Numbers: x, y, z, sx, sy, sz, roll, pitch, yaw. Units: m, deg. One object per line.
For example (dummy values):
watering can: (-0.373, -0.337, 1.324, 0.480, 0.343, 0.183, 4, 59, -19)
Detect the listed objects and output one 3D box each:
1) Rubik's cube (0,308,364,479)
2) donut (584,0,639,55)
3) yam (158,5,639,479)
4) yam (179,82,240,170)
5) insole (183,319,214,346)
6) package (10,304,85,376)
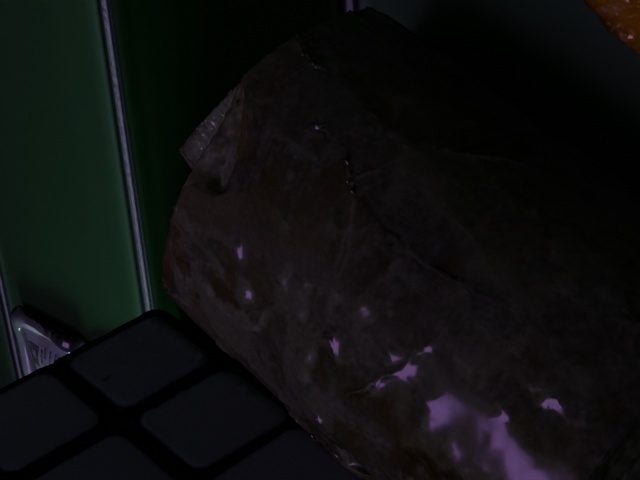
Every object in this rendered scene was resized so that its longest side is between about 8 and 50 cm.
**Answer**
Rubik's cube: (-0.112, 0.304, 0.968, 0.337, 0.344, 0.344, 30, 139, 43)
donut: (0.129, -0.122, 0.518, 0.152, 0.058, 0.152, 38, 144, 34)
yam: (0.057, 0.027, 0.653, 0.268, 0.161, 0.161, 41, 145, 32)
yam: (0.000, 0.000, 0.817, 0.169, 0.068, 0.068, 54, 150, 10)
insole: (-0.086, 0.095, 1.096, 0.045, 0.002, 0.135, 47, 148, 23)
package: (-0.174, 0.144, 1.254, 0.173, 0.027, 0.171, 19, 127, 49)
